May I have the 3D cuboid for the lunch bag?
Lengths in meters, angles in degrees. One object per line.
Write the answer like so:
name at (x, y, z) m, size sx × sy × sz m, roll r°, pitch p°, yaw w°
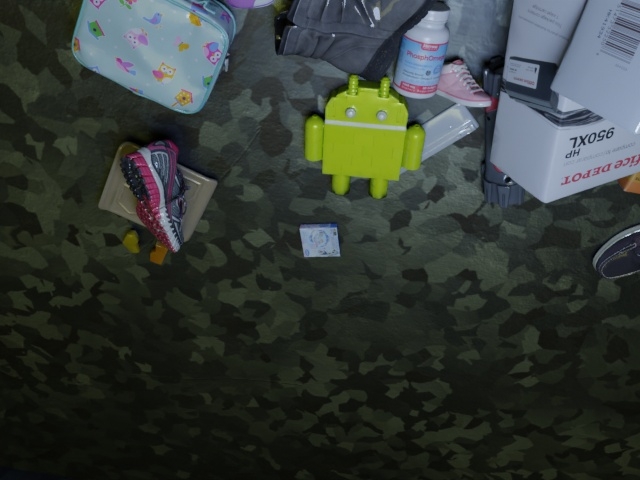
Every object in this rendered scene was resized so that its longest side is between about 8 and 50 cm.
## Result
lunch bag at (-0.302, -0.384, 1.153) m, size 0.279 × 0.108 × 0.224 m, roll 24°, pitch 125°, yaw -13°

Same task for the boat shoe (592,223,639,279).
boat shoe at (0.747, 0.016, 1.355) m, size 0.285 × 0.092 × 0.103 m, roll -29°, pitch 120°, yaw 26°

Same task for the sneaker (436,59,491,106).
sneaker at (0.267, -0.297, 1.153) m, size 0.051 × 0.134 × 0.070 m, roll -16°, pitch 126°, yaw -33°

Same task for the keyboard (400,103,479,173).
keyboard at (0.205, -0.200, 1.303) m, size 0.256 × 0.014 × 0.072 m, roll -30°, pitch 115°, yaw 27°

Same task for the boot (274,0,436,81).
boot at (0.064, -0.421, 1.026) m, size 0.222 × 0.118 × 0.338 m, roll 11°, pitch 134°, yaw -23°

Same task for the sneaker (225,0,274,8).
sneaker at (-0.201, -0.489, 1.064) m, size 0.282 × 0.102 × 0.161 m, roll 28°, pitch 159°, yaw 8°

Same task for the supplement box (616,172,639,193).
supplement box at (0.668, -0.203, 1.199) m, size 0.078 × 0.080 × 0.233 m, roll 9°, pitch 127°, yaw -3°

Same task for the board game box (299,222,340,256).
board game box at (0.000, 0.000, 1.482) m, size 0.090 × 0.020 × 0.090 m, roll -2°, pitch 129°, yaw 8°

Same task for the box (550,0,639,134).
box at (0.536, -0.271, 0.854) m, size 0.345 × 0.168 × 0.215 m, roll -2°, pitch 124°, yaw -26°

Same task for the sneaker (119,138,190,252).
sneaker at (-0.338, -0.087, 1.357) m, size 0.121 × 0.112 × 0.299 m, roll 38°, pitch 150°, yaw 25°

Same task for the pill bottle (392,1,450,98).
pill bottle at (0.188, -0.350, 1.131) m, size 0.087 × 0.087 × 0.160 m, roll 8°, pitch 128°, yaw 0°

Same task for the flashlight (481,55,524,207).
flashlight at (0.374, -0.205, 1.219) m, size 0.103 × 0.103 × 0.304 m, roll -7°, pitch 127°, yaw 8°

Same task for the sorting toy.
sorting toy at (-0.400, -0.080, 1.461) m, size 0.229 × 0.041 × 0.307 m, roll 22°, pitch 128°, yaw -16°

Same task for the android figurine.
android figurine at (0.091, -0.212, 1.271) m, size 0.248 × 0.056 × 0.273 m, roll 7°, pitch 128°, yaw 3°

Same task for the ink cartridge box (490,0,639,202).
ink cartridge box at (0.469, -0.293, 1.029) m, size 0.285 × 0.166 × 0.395 m, roll -17°, pitch 131°, yaw -16°
